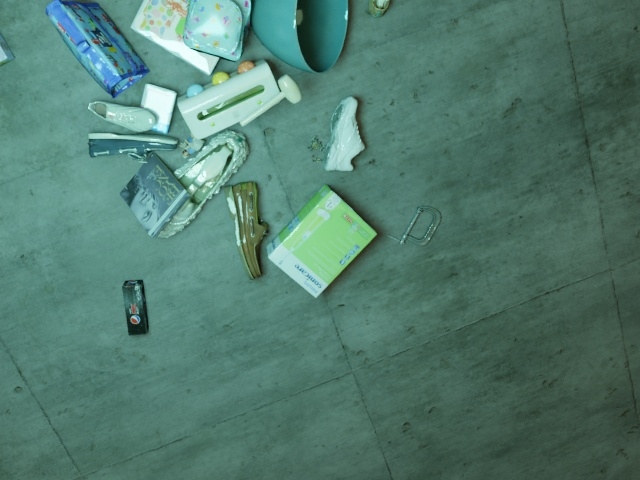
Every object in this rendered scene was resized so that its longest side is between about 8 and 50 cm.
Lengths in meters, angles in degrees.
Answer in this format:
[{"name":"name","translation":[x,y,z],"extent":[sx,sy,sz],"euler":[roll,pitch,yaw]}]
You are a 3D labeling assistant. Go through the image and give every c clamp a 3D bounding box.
[{"name":"c clamp","translation":[0.317,-0.047,1.824],"extent":[0.137,0.022,0.161],"euler":[31,99,-15]}]

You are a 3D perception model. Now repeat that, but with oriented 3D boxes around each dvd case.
[{"name":"dvd case","translation":[-0.481,-0.133,1.594],"extent":[0.164,0.221,0.018],"euler":[-49,149,6]}]

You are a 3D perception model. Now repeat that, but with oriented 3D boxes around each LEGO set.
[{"name":"LEGO set","translation":[-0.015,-0.284,1.709],"extent":[0.054,0.023,0.083],"euler":[10,117,-9]}]

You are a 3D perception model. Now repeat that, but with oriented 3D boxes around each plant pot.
[{"name":"plant pot","translation":[-0.074,-0.611,1.496],"extent":[0.195,0.290,0.291],"euler":[14,106,25]}]

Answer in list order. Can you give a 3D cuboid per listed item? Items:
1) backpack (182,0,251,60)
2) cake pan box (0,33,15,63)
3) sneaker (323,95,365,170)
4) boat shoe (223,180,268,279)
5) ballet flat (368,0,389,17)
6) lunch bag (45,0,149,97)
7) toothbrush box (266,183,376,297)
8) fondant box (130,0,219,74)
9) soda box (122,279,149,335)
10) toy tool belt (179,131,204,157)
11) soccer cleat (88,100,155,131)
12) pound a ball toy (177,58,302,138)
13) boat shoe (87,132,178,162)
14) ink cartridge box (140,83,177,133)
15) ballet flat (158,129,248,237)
[{"name":"backpack","translation":[-0.262,-0.575,1.425],"extent":[0.165,0.144,0.189],"euler":[15,101,-9]},{"name":"cake pan box","translation":[-0.993,-0.551,1.453],"extent":[0.245,0.070,0.267],"euler":[-25,107,-3]},{"name":"sneaker","translation":[0.085,-0.319,1.686],"extent":[0.115,0.090,0.232],"euler":[8,113,-18]},{"name":"boat shoe","translation":[-0.211,-0.028,1.700],"extent":[0.104,0.111,0.308],"euler":[-13,107,-4]},{"name":"ballet flat","translation":[0.184,-0.748,1.580],"extent":[0.073,0.067,0.206],"euler":[2,105,-9]},{"name":"lunch bag","translation":[-0.581,-0.489,1.415],"extent":[0.138,0.293,0.221],"euler":[-35,108,2]},{"name":"toothbrush box","translation":[0.000,0.000,1.736],"extent":[0.206,0.122,0.283],"euler":[41,95,-17]},{"name":"fondant box","translation":[-0.329,-0.659,1.511],"extent":[0.238,0.096,0.330],"euler":[28,99,-16]},{"name":"soda box","translation":[-0.581,0.211,1.740],"extent":[0.060,0.053,0.169],"euler":[-4,106,-7]},{"name":"toy tool belt","translation":[-0.387,-0.284,1.629],"extent":[0.083,0.052,0.051],"euler":[-26,121,28]},{"name":"soccer cleat","translation":[-0.551,-0.346,1.538],"extent":[0.196,0.076,0.068],"euler":[17,102,17]},{"name":"pound a ball toy","translation":[-0.231,-0.405,1.531],"extent":[0.319,0.208,0.136],"euler":[-25,119,0]},{"name":"boat shoe","translation":[-0.538,-0.267,1.590],"extent":[0.254,0.095,0.079],"euler":[1,104,-8]},{"name":"ink cartridge box","translation":[-0.469,-0.380,1.591],"extent":[0.088,0.052,0.123],"euler":[15,105,-13]},{"name":"ballet flat","translation":[-0.375,-0.165,1.626],"extent":[0.147,0.147,0.409],"euler":[41,97,-17]}]
